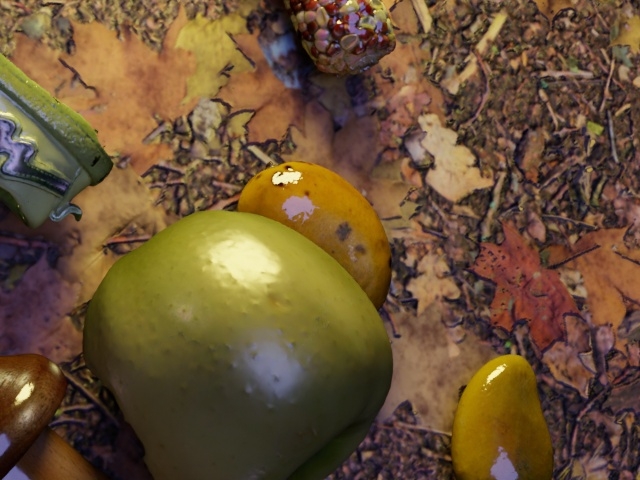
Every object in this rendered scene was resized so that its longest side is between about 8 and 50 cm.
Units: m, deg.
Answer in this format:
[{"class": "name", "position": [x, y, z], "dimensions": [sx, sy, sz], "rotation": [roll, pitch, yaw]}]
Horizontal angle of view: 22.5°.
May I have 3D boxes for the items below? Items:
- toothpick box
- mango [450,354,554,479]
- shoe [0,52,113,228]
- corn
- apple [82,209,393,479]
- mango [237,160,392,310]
[{"class": "toothpick box", "position": [-0.231, 0.233, 1.343], "dimensions": [0.294, 0.192, 0.192], "rotation": [48, 66, -14]}, {"class": "mango", "position": [0.179, 0.191, 1.573], "dimensions": [0.103, 0.076, 0.161], "rotation": [9, 73, -16]}, {"class": "shoe", "position": [-0.302, -0.113, 1.401], "dimensions": [0.262, 0.140, 0.128], "rotation": [34, 63, -17]}, {"class": "corn", "position": [-0.010, -0.293, 1.584], "dimensions": [0.092, 0.092, 0.280], "rotation": [-22, 87, -24]}, {"class": "apple", "position": [-0.072, 0.105, 1.382], "dimensions": [0.279, 0.279, 0.279], "rotation": [5, 78, -21]}, {"class": "mango", "position": [0.001, -0.003, 1.532], "dimensions": [0.178, 0.090, 0.115], "rotation": [36, 78, -15]}]
